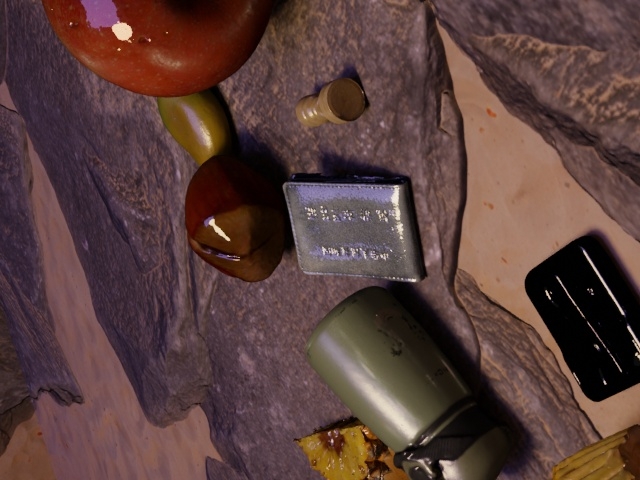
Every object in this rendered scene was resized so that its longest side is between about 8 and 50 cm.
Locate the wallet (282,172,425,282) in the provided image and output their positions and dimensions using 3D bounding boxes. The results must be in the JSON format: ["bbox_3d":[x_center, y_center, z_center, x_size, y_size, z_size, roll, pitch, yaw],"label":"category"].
[{"bbox_3d":[0.047,-0.018,1.763,0.222,0.036,0.167,5,116,36],"label":"wallet"}]

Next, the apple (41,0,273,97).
[{"bbox_3d":[-0.235,-0.383,1.712,0.277,0.348,0.349,19,127,63],"label":"apple"}]

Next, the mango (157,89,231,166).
[{"bbox_3d":[-0.213,-0.211,2.044,0.191,0.085,0.122,50,136,8],"label":"mango"}]

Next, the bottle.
[{"bbox_3d":[0.138,0.237,1.732,0.347,0.168,0.168,48,145,23],"label":"bottle"}]

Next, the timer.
[{"bbox_3d":[0.332,0.100,1.449,0.187,0.055,0.144,60,149,10],"label":"timer"}]

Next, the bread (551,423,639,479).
[{"bbox_3d":[0.384,0.339,1.395,0.139,0.240,0.240,-45,69,24],"label":"bread"}]

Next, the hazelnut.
[{"bbox_3d":[-0.151,-0.037,1.973,0.180,0.181,0.212,17,137,28],"label":"hazelnut"}]

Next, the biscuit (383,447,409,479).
[{"bbox_3d":[0.171,0.384,1.864,0.212,0.041,0.239,31,150,41],"label":"biscuit"}]

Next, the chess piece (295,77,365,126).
[{"bbox_3d":[0.011,-0.197,1.731,0.122,0.066,0.066,-10,102,63],"label":"chess piece"}]

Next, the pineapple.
[{"bbox_3d":[0.054,0.382,2.040,0.233,0.079,0.135,-20,96,59],"label":"pineapple"}]
